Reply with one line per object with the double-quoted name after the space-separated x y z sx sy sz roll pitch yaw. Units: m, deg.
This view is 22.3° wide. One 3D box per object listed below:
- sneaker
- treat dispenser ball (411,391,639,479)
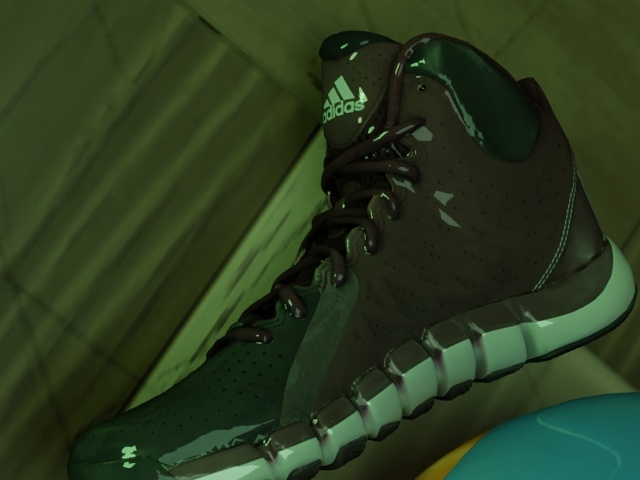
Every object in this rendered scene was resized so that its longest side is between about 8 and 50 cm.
0.000 0.000 0.687 0.281 0.106 0.162 -21 97 -33 "sneaker"
0.131 0.204 0.648 0.288 0.288 0.288 -2 94 -25 "treat dispenser ball"
